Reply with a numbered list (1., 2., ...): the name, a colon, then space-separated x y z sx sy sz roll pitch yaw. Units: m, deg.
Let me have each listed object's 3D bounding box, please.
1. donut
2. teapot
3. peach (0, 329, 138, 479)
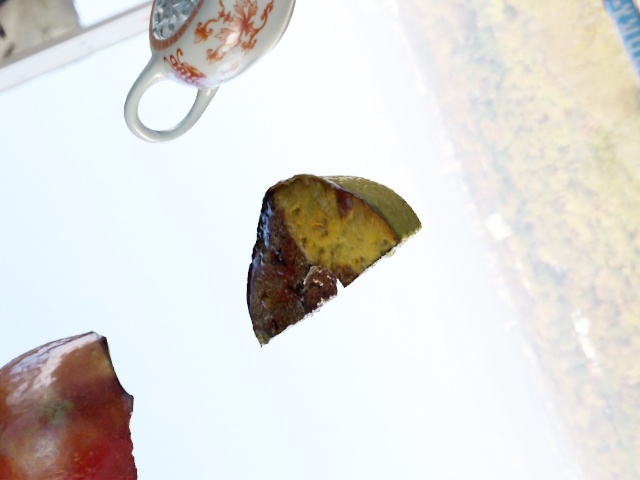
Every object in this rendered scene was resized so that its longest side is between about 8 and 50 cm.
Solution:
1. donut: 0.000 0.000 1.176 0.112 0.295 0.151 -16 -108 -45
2. teapot: -0.087 -0.190 0.797 0.116 0.245 0.159 23 -179 -43
3. peach: -0.317 0.262 1.168 0.281 0.338 0.281 36 -170 -7
